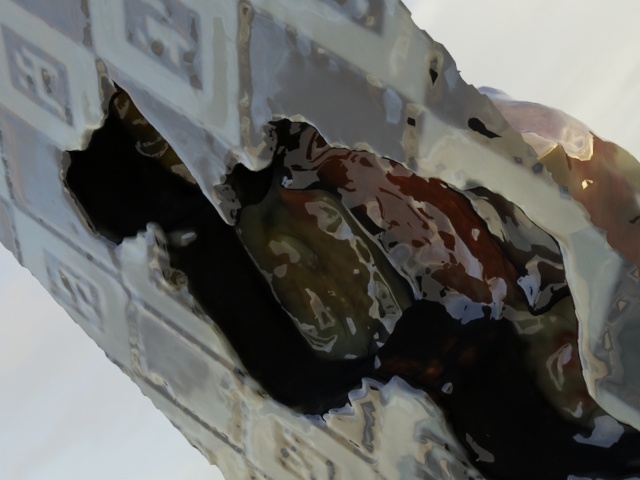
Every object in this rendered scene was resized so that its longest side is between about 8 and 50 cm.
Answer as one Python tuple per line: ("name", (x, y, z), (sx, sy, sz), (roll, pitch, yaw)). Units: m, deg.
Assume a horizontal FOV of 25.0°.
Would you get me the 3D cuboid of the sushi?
("sushi", (0.000, 0.000, 0.458), (0.059, 0.294, 0.292), (-44, 2, -30))
